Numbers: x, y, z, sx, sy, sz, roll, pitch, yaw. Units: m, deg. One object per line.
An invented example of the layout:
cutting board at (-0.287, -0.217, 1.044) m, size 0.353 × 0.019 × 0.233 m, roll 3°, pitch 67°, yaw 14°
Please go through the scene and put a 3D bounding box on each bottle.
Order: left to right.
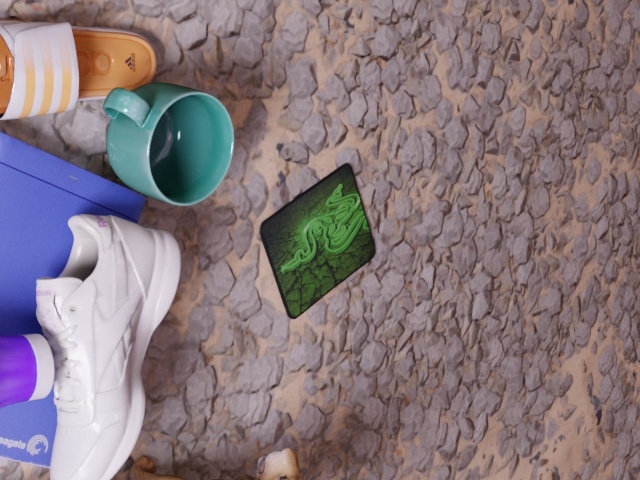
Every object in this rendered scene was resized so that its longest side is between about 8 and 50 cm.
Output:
bottle at (-0.389, 0.132, 1.059) m, size 0.283 × 0.118 × 0.092 m, roll -3°, pitch 65°, yaw -40°

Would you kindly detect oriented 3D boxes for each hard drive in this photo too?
hard drive at (-0.321, 0.068, 1.220) m, size 0.210 × 0.040 × 0.318 m, roll 26°, pitch 78°, yaw -45°

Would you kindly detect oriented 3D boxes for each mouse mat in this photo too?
mouse mat at (0.000, 0.000, 1.563) m, size 0.190 × 0.007 × 0.152 m, roll -38°, pitch 121°, yaw -36°

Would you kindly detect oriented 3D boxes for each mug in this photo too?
mug at (-0.179, -0.123, 1.285) m, size 0.129 × 0.097 × 0.157 m, roll -38°, pitch 130°, yaw -34°

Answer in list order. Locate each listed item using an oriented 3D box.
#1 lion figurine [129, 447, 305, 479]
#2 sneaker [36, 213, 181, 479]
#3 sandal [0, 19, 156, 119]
lion figurine at (-0.192, 0.321, 1.249) m, size 0.392 × 0.240 × 0.142 m, roll -10°, pitch 103°, yaw -44°
sneaker at (-0.251, 0.117, 1.204) m, size 0.152 × 0.114 × 0.305 m, roll 25°, pitch 69°, yaw -39°
sandal at (-0.266, -0.187, 1.210) m, size 0.265 × 0.076 × 0.102 m, roll -16°, pitch 108°, yaw -43°
